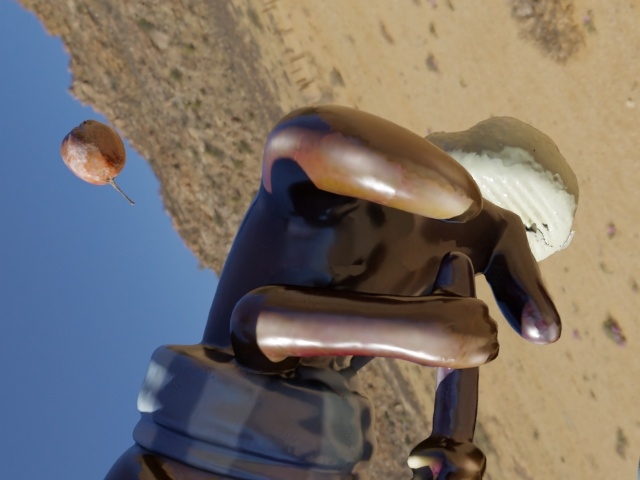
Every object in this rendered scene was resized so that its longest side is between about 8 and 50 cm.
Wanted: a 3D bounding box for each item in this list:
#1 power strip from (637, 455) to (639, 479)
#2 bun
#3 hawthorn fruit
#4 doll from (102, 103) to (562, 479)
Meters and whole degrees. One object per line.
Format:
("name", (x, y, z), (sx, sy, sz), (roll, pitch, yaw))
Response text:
("power strip", (0.464, 0.224, 0.742), (0.358, 0.357, 0.161), (-111, 20, -43))
("bun", (0.241, -0.069, 1.221), (0.273, 0.272, 0.168), (65, -157, -45))
("hawthorn fruit", (-0.237, -0.080, 0.903), (0.067, 0.066, 0.103), (-106, -9, -75))
("doll", (0.006, 0.092, 0.486), (0.209, 0.340, 0.318), (28, 168, -10))
